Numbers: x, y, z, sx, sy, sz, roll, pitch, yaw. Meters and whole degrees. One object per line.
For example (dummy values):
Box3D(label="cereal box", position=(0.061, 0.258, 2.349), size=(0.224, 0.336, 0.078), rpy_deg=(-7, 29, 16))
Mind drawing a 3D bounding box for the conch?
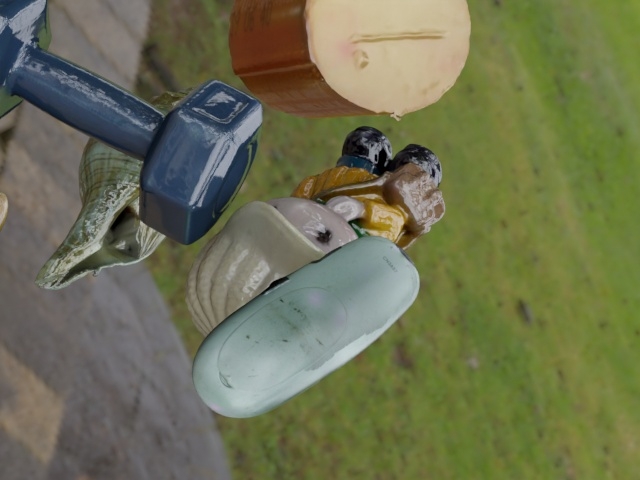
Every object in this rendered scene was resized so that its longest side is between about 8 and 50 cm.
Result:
Box3D(label="conch", position=(-0.267, -0.081, 2.265), size=(0.169, 0.386, 0.203), rpy_deg=(31, -16, 53))

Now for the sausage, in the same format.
Box3D(label="sausage", position=(0.032, -0.270, 2.072), size=(0.233, 0.287, 0.233), rpy_deg=(-2, 94, -23))

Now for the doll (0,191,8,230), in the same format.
Box3D(label="doll", position=(-0.495, 0.014, 1.681), size=(0.339, 0.209, 0.318), rpy_deg=(3, 94, -61))

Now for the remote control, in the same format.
Box3D(label="remote control", position=(-0.008, 0.069, 1.410), size=(0.097, 0.045, 0.256), rpy_deg=(49, 53, 7))

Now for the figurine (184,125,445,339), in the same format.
Box3D(label="figurine", position=(0.002, 0.022, 1.653), size=(0.332, 0.185, 0.204), rpy_deg=(-30, 134, -56))

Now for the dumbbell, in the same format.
Box3D(label="dumbbell", position=(-0.219, -0.130, 1.560), size=(0.325, 0.160, 0.144), rpy_deg=(28, 66, 8))
